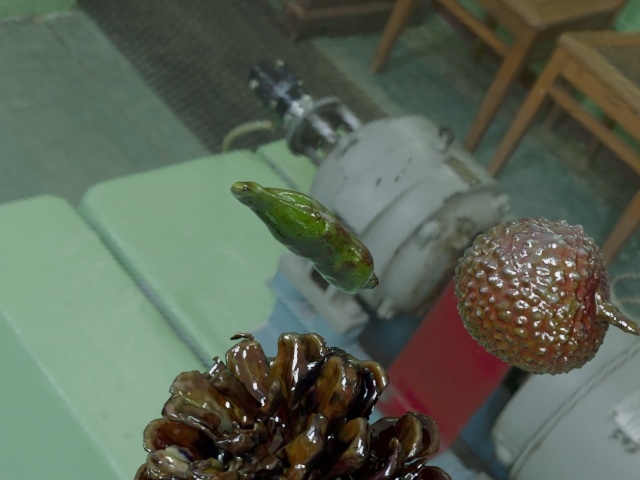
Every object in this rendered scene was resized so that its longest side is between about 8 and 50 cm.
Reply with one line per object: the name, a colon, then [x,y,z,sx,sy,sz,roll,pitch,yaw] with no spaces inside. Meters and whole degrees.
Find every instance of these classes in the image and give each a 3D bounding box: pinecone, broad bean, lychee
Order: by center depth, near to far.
pinecone: [-0.018,0.217,1.049,0.296,0.242,0.298,48,30,-30]
lychee: [0.232,0.057,1.168,0.198,0.165,0.165,6,28,30]
broad bean: [0.000,0.000,1.384,0.077,0.339,0.061,4,66,34]
